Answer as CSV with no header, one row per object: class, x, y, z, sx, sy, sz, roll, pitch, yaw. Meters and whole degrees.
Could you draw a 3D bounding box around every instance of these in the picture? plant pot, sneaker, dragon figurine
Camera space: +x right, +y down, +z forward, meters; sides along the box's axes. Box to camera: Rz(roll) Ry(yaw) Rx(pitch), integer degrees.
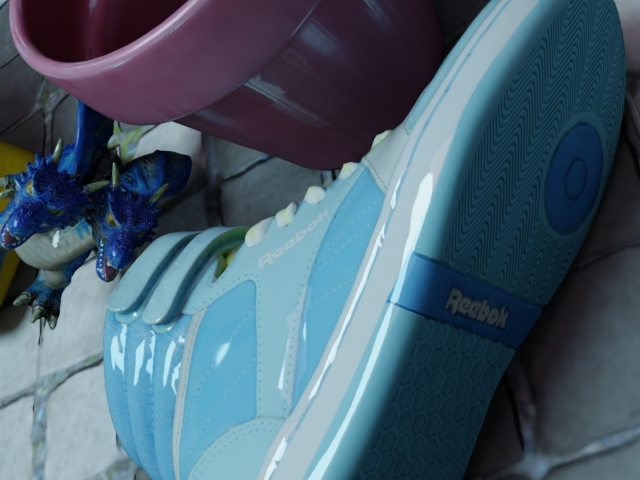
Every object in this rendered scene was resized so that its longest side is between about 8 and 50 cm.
plant pot,-0.033,-0.133,0.558,0.201,0.180,0.201,-19,57,32
sneaker,0.000,0.000,0.501,0.208,0.127,0.319,23,83,43
dragon figurine,-0.137,-0.043,0.641,0.144,0.085,0.289,-39,18,25

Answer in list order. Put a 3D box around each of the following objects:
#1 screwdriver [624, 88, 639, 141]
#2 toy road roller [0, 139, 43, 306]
screwdriver,0.158,-0.008,0.446,0.025,0.024,0.169,128,145,-49
toy road roller,-0.339,-0.022,0.780,0.329,0.241,0.202,150,141,-75
